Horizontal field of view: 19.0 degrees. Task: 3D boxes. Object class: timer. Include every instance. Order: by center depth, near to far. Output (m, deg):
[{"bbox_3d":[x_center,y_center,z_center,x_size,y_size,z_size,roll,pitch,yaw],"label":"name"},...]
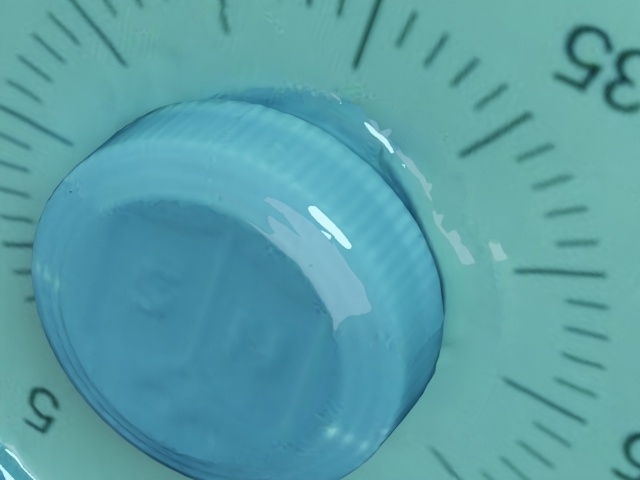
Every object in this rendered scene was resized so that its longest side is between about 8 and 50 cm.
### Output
[{"bbox_3d":[0.000,0.000,0.590,0.395,0.173,0.395,11,120,20],"label":"timer"}]
